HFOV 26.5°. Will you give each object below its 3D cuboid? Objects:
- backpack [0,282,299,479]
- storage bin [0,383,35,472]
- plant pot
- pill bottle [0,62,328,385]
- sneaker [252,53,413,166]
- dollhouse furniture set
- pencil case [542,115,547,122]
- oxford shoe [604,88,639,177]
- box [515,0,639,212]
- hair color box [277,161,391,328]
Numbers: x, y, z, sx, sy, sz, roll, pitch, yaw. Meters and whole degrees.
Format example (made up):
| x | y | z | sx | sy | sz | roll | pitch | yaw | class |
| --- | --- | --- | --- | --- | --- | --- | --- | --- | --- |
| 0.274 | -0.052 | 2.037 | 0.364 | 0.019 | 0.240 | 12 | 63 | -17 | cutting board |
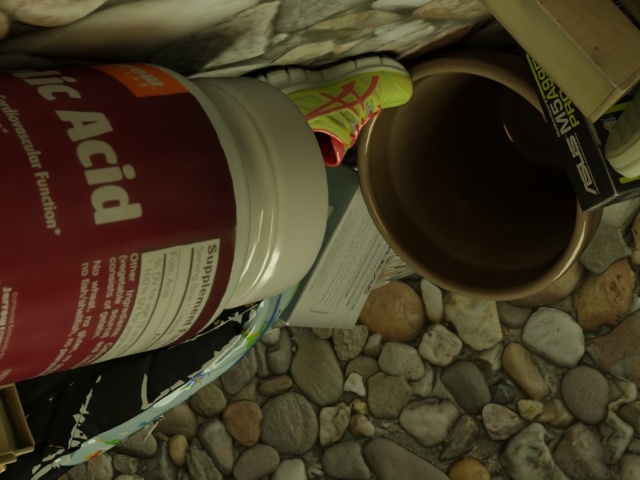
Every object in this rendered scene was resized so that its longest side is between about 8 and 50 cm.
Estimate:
| x | y | z | sx | sy | sz | roll | pitch | yaw | class |
| --- | --- | --- | --- | --- | --- | --- | --- | --- | --- |
| -0.192 | 0.043 | 1.341 | 0.356 | 0.290 | 0.273 | -33 | 175 | 32 | backpack |
| -0.412 | 0.106 | 1.175 | 0.123 | 0.262 | 0.260 | -28 | 168 | 35 | storage bin |
| 0.202 | -0.101 | 1.449 | 0.263 | 0.263 | 0.229 | -26 | -171 | 40 | plant pot |
| -0.194 | -0.017 | 1.002 | 0.392 | 0.224 | 0.224 | -12 | 169 | -45 | pill bottle |
| 0.011 | -0.115 | 1.286 | 0.209 | 0.094 | 0.081 | -15 | 169 | -37 | sneaker |
| 0.257 | -0.238 | 1.064 | 0.242 | 0.161 | 0.212 | -41 | 175 | -8 | dollhouse furniture set |
| 0.403 | -0.147 | 1.799 | 0.386 | 0.167 | 0.160 | -23 | -156 | 22 | pencil case |
| 0.424 | -0.182 | 1.196 | 0.449 | 0.130 | 0.169 | -39 | -176 | -25 | oxford shoe |
| 0.329 | -0.163 | 1.285 | 0.270 | 0.216 | 0.060 | -17 | 172 | -25 | box |
| 0.000 | 0.000 | 1.643 | 0.185 | 0.114 | 0.374 | -62 | 167 | 2 | hair color box |
